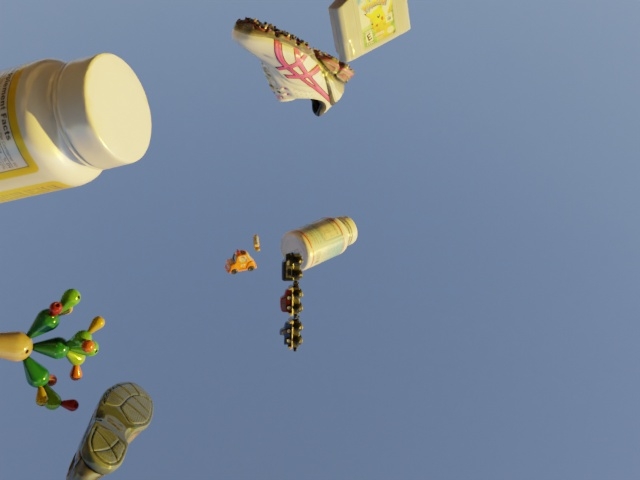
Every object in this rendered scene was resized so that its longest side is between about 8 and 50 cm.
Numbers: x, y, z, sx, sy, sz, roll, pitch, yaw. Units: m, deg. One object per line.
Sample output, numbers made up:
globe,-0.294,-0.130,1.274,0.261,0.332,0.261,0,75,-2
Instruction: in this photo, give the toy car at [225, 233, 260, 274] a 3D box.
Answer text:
toy car,-0.148,0.020,1.579,0.060,0.040,0.122,-2,-154,2

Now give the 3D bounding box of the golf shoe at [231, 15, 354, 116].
golf shoe,-0.040,-0.216,1.051,0.186,0.086,0.067,20,-165,-40

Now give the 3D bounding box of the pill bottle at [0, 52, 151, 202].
pill bottle,-0.271,-0.100,0.768,0.209,0.119,0.119,-9,-135,20

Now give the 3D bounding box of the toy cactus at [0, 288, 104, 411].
toy cactus,-0.456,0.184,1.366,0.181,0.218,0.112,7,-155,-22

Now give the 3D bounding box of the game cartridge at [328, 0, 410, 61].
game cartridge,0.043,-0.192,0.706,0.083,0.056,0.017,-34,-145,-30

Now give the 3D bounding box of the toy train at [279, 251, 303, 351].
toy train,-0.046,0.096,1.298,0.036,0.158,0.027,-1,-171,-6

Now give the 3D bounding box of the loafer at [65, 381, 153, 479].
loafer,-0.358,0.322,1.395,0.096,0.084,0.267,44,-168,-7

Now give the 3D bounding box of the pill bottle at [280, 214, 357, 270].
pill bottle,0.000,0.000,1.744,0.160,0.087,0.087,-22,-125,-41
